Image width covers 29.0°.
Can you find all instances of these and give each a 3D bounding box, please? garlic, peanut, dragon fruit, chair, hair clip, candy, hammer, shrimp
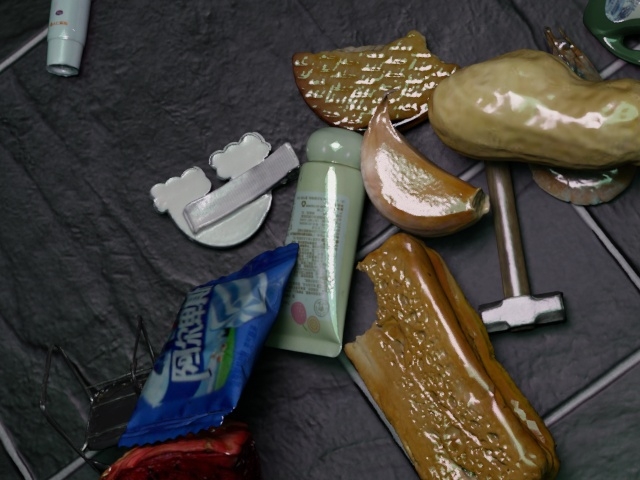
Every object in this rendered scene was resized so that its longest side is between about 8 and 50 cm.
[{"bbox_3d":[0.113,-0.078,1.633,0.115,0.128,0.207,-41,85,-17],"label":"garlic"},{"bbox_3d":[0.288,-0.167,1.575,0.318,0.147,0.148,9,80,26],"label":"peanut"},{"bbox_3d":[-0.180,0.320,1.582,0.205,0.317,0.152,6,36,5],"label":"dragon fruit"},{"bbox_3d":[-0.265,0.240,1.683,0.140,0.221,0.145,-18,32,10],"label":"chair"},{"bbox_3d":[-0.125,-0.066,1.741,0.220,0.054,0.140,-30,77,8],"label":"hair clip"},{"bbox_3d":[-0.137,0.133,1.577,0.187,0.077,0.331,-20,32,34],"label":"candy"},{"bbox_3d":[0.246,-0.058,1.654,0.111,0.043,0.365,-10,75,13],"label":"hammer"},{"bbox_3d":[0.329,-0.165,1.652,0.143,0.052,0.251,-22,75,11],"label":"shrimp"}]

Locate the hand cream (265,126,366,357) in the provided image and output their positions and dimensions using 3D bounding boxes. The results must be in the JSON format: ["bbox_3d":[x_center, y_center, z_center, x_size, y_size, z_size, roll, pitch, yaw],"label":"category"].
[{"bbox_3d":[0.000,0.000,1.671,0.147,0.093,0.306,5,79,42],"label":"hand cream"}]

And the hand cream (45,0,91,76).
[{"bbox_3d":[-0.369,-0.410,1.875,0.085,0.058,0.331,-5,71,33],"label":"hand cream"}]

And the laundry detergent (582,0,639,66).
[{"bbox_3d":[0.455,-0.283,1.621,0.211,0.063,0.137,38,102,27],"label":"laundry detergent"}]

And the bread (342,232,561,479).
[{"bbox_3d":[0.147,0.181,1.591,0.185,0.109,0.380,-39,68,25],"label":"bread"}]

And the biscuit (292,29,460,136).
[{"bbox_3d":[0.070,-0.229,1.738,0.228,0.031,0.176,31,86,19],"label":"biscuit"}]
